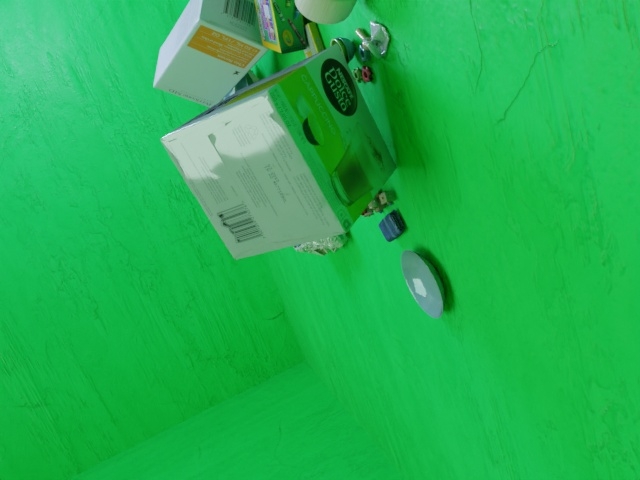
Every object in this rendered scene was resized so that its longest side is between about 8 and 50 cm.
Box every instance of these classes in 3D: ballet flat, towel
[{"bbox_3d":[0.000,0.000,2.207,0.147,0.147,0.409,66,166,-2],"label":"ballet flat"},{"bbox_3d":[0.195,-0.038,1.635,0.067,0.029,0.119,64,165,8],"label":"towel"}]

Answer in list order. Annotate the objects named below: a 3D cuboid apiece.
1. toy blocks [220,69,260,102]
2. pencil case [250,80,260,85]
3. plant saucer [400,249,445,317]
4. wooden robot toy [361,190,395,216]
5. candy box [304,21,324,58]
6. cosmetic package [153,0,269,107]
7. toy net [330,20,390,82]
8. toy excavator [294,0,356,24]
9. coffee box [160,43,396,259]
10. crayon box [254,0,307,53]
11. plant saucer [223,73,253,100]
[{"bbox_3d":[-0.264,-0.495,2.312,0.261,0.191,0.381,49,160,15],"label":"toy blocks"},{"bbox_3d":[-0.119,-0.316,1.972,0.160,0.183,0.410,-95,-11,-54],"label":"pencil case"},{"bbox_3d":[0.275,0.107,1.564,0.195,0.037,0.195,58,163,29],"label":"plant saucer"},{"bbox_3d":[0.141,-0.116,1.633,0.173,0.076,0.079,136,121,-74],"label":"wooden robot toy"},{"bbox_3d":[-0.006,-0.482,1.641,0.105,0.027,0.206,20,132,68],"label":"candy box"},{"bbox_3d":[-0.349,-0.609,1.916,0.453,0.230,0.161,-23,57,57],"label":"cosmetic package"},{"bbox_3d":[0.094,-0.417,1.357,0.122,0.045,0.232,69,165,-13],"label":"toy net"},{"bbox_3d":[-0.101,-0.711,1.276,0.222,0.445,0.433,129,155,-66],"label":"toy excavator"},{"bbox_3d":[-0.081,-0.203,1.412,0.338,0.334,0.337,-14,114,37],"label":"coffee box"},{"bbox_3d":[-0.120,-0.654,1.608,0.165,0.081,0.278,-133,29,-57],"label":"crayon box"},{"bbox_3d":[-0.274,-0.440,2.084,0.317,0.044,0.317,175,90,-66],"label":"plant saucer"}]
